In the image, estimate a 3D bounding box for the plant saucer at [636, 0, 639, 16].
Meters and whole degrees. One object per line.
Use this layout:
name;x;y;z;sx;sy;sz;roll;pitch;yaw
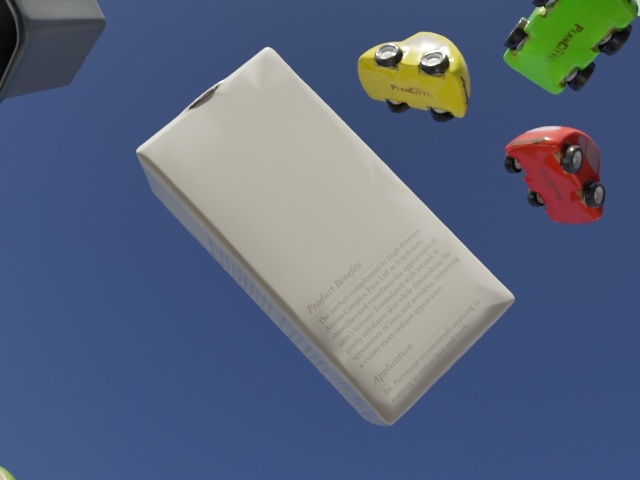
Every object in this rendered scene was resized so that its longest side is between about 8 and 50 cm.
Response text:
plant saucer;0.330;-0.273;0.599;0.195;0.194;0.037;-33;-36;20

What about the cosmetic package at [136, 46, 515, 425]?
cosmetic package;0.000;0.000;0.451;0.117;0.085;0.231;-41;-97;-14

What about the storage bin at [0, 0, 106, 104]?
storage bin;-0.260;-0.187;0.598;0.135;0.091;0.098;-32;-97;45

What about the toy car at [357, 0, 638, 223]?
toy car;0.156;-0.123;0.498;0.239;0.225;0.053;34;-112;1

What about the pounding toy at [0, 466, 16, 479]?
pounding toy;-0.442;0.416;0.868;0.183;0.236;0.110;12;-23;35
